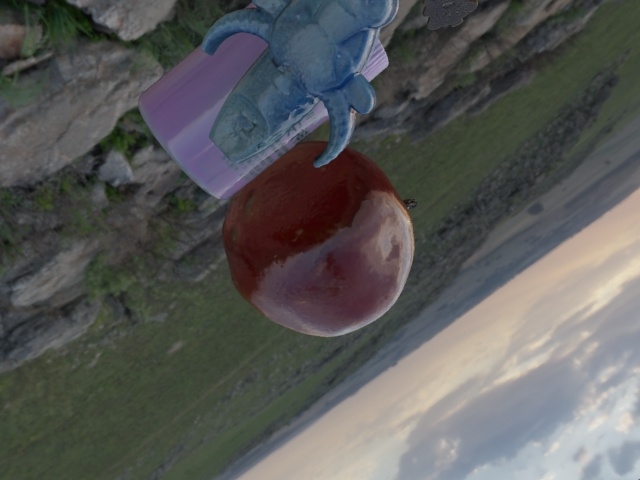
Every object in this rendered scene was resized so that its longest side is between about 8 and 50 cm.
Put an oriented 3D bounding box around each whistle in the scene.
[{"bbox_3d":[-0.017,-0.178,0.627,0.269,0.180,0.093,-44,-175,24],"label":"whistle"}]

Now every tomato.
[{"bbox_3d":[0.000,0.000,1.101,0.289,0.293,0.325,6,-128,42],"label":"tomato"}]

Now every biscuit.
[{"bbox_3d":[0.176,-0.339,0.901,0.082,0.016,0.092,-20,148,36],"label":"biscuit"}]

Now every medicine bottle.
[{"bbox_3d":[-0.073,-0.206,0.823,0.290,0.178,0.178,-38,166,4],"label":"medicine bottle"}]

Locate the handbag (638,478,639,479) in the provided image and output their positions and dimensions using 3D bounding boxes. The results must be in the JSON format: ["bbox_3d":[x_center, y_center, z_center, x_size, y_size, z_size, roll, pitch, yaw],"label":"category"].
[{"bbox_3d":[0.301,0.280,0.310,0.162,0.327,0.325,-9,157,-23],"label":"handbag"}]

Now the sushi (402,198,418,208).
[{"bbox_3d":[0.097,-0.041,1.579,0.287,0.149,0.140,-46,156,20],"label":"sushi"}]
